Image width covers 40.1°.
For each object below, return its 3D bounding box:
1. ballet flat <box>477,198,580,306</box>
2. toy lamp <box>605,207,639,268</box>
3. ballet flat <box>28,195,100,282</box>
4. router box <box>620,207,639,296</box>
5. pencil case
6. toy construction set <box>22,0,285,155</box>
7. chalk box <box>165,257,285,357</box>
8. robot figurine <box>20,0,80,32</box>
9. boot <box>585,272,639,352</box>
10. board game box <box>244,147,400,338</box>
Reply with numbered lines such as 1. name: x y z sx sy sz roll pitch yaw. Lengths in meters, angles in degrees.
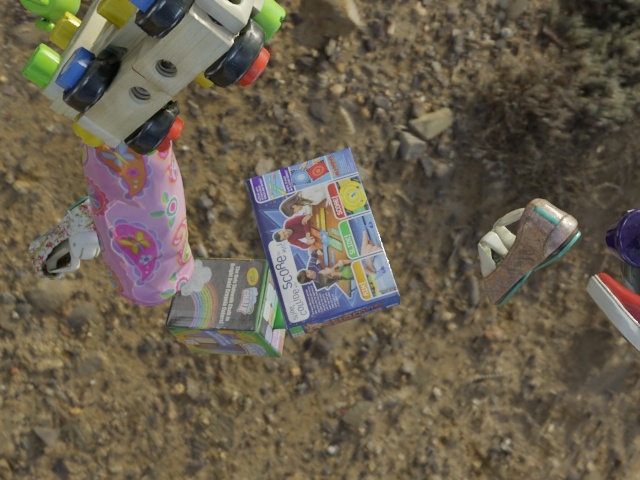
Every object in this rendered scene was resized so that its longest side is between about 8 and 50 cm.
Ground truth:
1. ballet flat: 0.321 0.014 1.440 0.106 0.316 0.107 41 65 7
2. toy lamp: 0.413 -0.003 1.013 0.080 0.274 0.080 0 89 -7
3. ballet flat: -0.382 0.003 1.380 0.091 0.241 0.077 -1 70 -40
4. router box: 0.496 0.024 1.348 0.038 0.092 0.123 -10 115 -2
5. pencil case: -0.229 -0.052 1.113 0.124 0.124 0.284 -25 135 -25
6. toy construction set: -0.109 -0.184 0.641 0.151 0.328 0.215 24 51 -15
7. chalk box: -0.128 0.114 1.476 0.132 0.212 0.133 61 35 -61
8. robot figurine: -0.384 -0.349 1.247 0.067 0.115 0.101 21 96 5
9. boot: 0.481 0.090 1.132 0.176 0.244 0.088 -49 151 9
10. board game box: 0.000 0.000 1.034 0.136 0.201 0.035 -17 156 1
